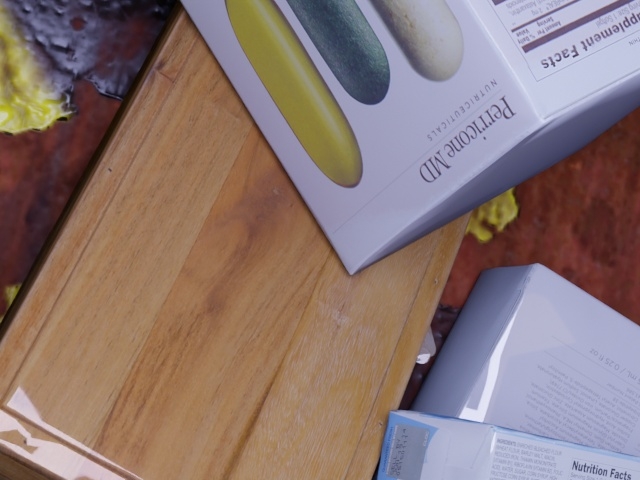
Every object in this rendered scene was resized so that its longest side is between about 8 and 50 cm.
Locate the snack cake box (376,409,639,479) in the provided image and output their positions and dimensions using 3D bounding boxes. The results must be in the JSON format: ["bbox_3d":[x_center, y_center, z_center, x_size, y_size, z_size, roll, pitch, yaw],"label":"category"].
[{"bbox_3d":[0.149,0.187,0.835,0.264,0.089,0.152,16,81,-33],"label":"snack cake box"}]

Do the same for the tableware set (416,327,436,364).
[{"bbox_3d":[0.000,0.000,0.968,0.128,0.039,0.194,-16,91,-16],"label":"tableware set"}]

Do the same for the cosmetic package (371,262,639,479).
[{"bbox_3d":[0.205,0.230,0.982,0.377,0.097,0.284,32,77,-12],"label":"cosmetic package"}]

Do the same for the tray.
[{"bbox_3d":[-0.026,-0.016,0.871,0.203,0.076,0.411,31,57,-12],"label":"tray"}]

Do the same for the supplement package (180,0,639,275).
[{"bbox_3d":[0.059,-0.162,0.814,0.198,0.199,0.263,-28,83,-33],"label":"supplement package"}]
